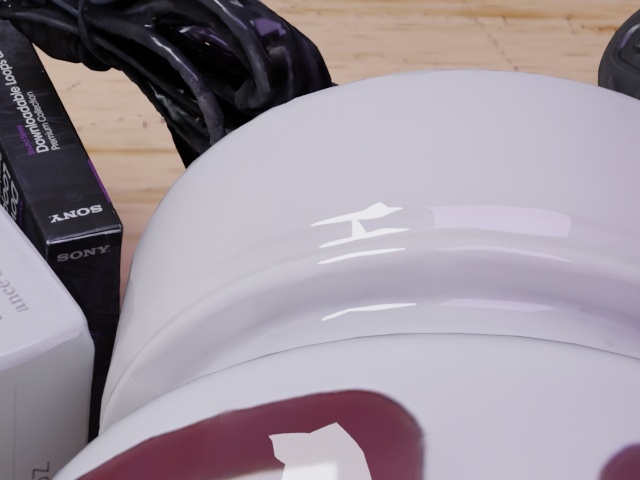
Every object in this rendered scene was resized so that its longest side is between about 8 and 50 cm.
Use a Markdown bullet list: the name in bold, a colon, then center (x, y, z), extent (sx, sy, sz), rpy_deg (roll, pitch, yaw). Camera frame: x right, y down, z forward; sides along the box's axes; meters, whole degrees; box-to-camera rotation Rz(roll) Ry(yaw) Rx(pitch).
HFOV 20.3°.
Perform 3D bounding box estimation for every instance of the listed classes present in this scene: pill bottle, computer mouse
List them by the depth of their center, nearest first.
- **pill bottle**: center (0.026, 0.163, 0.361), extent (0.224, 0.224, 0.392), rpy_deg (7, 47, -1)
- **computer mouse**: center (0.000, 0.000, 0.578), extent (0.072, 0.272, 0.188), rpy_deg (-53, 38, -3)

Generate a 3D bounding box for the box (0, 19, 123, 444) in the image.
- **box**: center (-0.107, -0.013, 0.625), extent (0.029, 0.116, 0.162), rpy_deg (-14, 47, -21)

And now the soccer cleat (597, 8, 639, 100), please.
- **soccer cleat**: center (0.267, -0.030, 0.731), extent (0.318, 0.116, 0.108), rpy_deg (13, 67, 29)

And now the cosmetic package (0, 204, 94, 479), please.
- **cosmetic package**: center (-0.181, 0.059, 0.511), extent (0.184, 0.151, 0.151), rpy_deg (-23, 51, -28)
